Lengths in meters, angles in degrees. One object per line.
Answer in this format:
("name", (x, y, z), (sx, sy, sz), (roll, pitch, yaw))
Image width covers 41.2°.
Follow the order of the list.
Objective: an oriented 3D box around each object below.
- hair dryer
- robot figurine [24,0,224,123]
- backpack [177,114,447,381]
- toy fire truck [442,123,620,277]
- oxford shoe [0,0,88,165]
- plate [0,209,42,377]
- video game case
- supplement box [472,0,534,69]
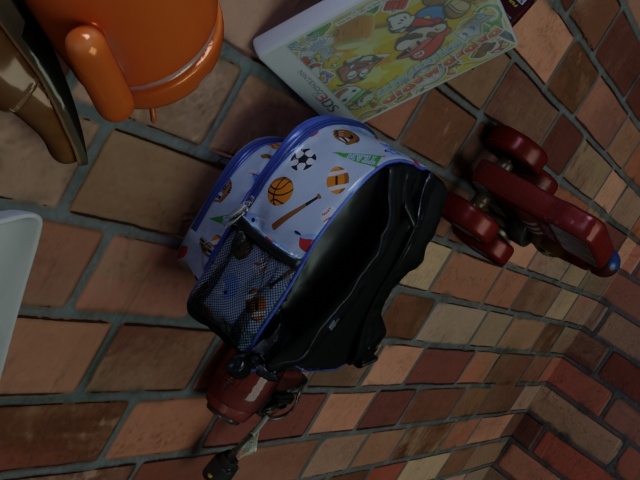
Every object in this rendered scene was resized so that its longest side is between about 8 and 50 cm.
("hair dryer", (-0.078, 0.178, 1.152), (0.223, 0.080, 0.294), (-43, 158, -52))
("robot figurine", (-0.140, -0.180, 0.598), (0.128, 0.158, 0.219), (-33, 154, -8))
("backpack", (0.000, 0.000, 0.915), (0.263, 0.213, 0.276), (-52, 158, 12))
("toy fire truck", (0.346, -0.028, 1.340), (0.169, 0.254, 0.302), (-54, 151, 0))
("oxford shoe", (-0.229, -0.125, 0.609), (0.076, 0.076, 0.212), (-24, 142, -4))
("plate", (-0.355, 0.093, 0.610), (0.277, 0.045, 0.278), (-20, 150, -44))
("video game case", (0.075, -0.203, 0.876), (0.226, 0.026, 0.206), (-25, 156, 17))
("supplement box", (0.248, -0.329, 1.021), (0.239, 0.073, 0.130), (-48, 180, -10))
